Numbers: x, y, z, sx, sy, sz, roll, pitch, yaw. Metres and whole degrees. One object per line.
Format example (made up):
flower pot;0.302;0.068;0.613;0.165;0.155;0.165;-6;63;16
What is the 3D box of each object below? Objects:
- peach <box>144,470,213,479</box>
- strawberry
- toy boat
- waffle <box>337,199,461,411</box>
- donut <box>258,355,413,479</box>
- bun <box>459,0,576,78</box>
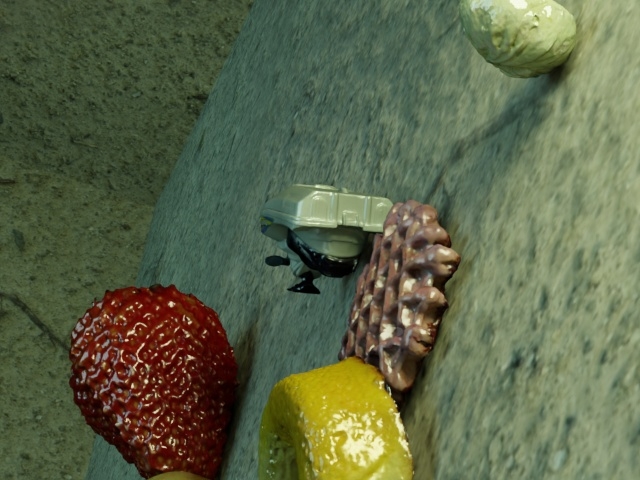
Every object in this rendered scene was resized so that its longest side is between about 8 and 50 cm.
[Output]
peach;-0.193;0.412;1.554;0.235;0.214;0.214;-58;7;-26
strawberry;-0.251;0.257;1.930;0.312;0.267;0.351;82;164;-58
toy boat;0.002;-0.007;1.472;0.269;0.140;0.141;147;140;-72
waffle;0.074;0.068;1.226;0.234;0.055;0.221;-123;51;-70
donut;0.003;0.192;1.172;0.259;0.101;0.152;126;140;-64
bun;0.173;-0.186;1.075;0.069;0.115;0.115;-61;14;1
